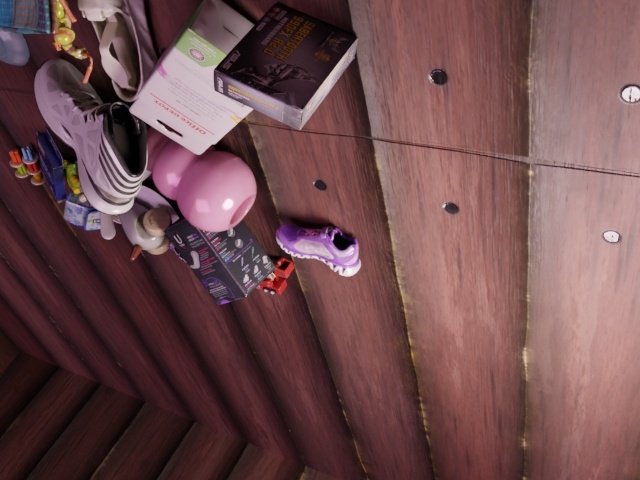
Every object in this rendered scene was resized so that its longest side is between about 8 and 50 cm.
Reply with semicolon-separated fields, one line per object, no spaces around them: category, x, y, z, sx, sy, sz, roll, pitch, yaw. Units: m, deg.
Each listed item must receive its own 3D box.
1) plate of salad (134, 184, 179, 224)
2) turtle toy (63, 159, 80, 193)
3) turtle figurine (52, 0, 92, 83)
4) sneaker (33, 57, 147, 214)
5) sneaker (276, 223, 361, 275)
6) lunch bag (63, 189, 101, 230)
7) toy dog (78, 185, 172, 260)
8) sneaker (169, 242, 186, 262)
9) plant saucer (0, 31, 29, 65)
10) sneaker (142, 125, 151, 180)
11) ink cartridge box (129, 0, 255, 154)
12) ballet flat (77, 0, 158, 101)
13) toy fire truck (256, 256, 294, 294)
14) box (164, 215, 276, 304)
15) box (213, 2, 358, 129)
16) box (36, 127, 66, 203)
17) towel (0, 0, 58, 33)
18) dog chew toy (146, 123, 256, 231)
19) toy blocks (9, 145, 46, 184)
plate of salad;-0.494;-0.098;2.006;0.199;0.048;0.200;25;146;18
turtle toy;-0.761;-0.197;2.081;0.095;0.066;0.130;51;150;22
turtle figurine;-0.560;-0.485;1.427;0.087;0.217;0.269;-12;154;-10
sneaker;-0.538;-0.311;1.627;0.257;0.169;0.448;-39;76;44
sneaker;0.000;0.000;1.710;0.236;0.095;0.104;21;137;9
lunch bag;-0.759;-0.099;2.184;0.151;0.096;0.129;22;145;-13
toy dog;-0.591;-0.051;1.963;0.333;0.161;0.220;20;144;26
sneaker;-0.449;0.016;2.114;0.170;0.068;0.071;40;161;5
plant saucer;-0.873;-0.545;1.779;0.195;0.037;0.195;21;144;16
sneaker;-0.512;-0.254;1.827;0.094;0.080;0.212;35;140;18
ink cartridge box;-0.250;-0.341;1.431;0.207;0.119;0.353;32;147;-23
ballet flat;-0.450;-0.476;1.443;0.139;0.139;0.400;16;141;23
toy fire truck;-0.161;0.099;1.983;0.192;0.047;0.135;13;140;28
box;-0.283;0.026;1.874;0.165;0.143;0.270;-20;109;48
box;-0.062;-0.328;1.232;0.183;0.231;0.056;26;148;11
box;-0.843;-0.235;2.080;0.136;0.036;0.225;56;149;20
towel;-0.633;-0.570;1.377;0.370;0.040;0.271;23;119;47
dog chew toy;-0.325;-0.171;1.667;0.332;0.206;0.207;37;146;8
toy blocks;-0.973;-0.263;2.181;0.123;0.054;0.148;23;144;14
